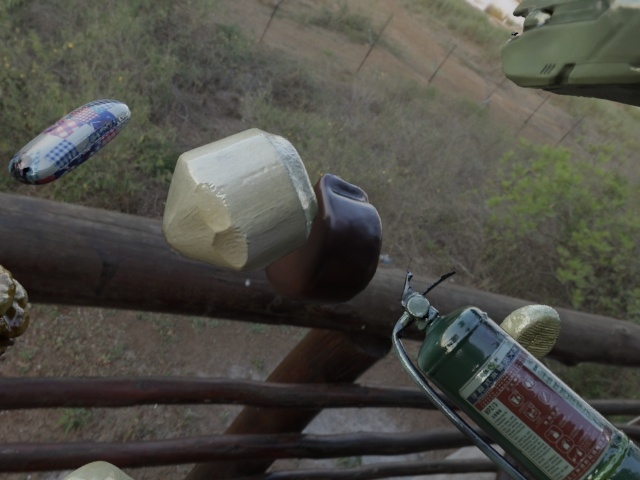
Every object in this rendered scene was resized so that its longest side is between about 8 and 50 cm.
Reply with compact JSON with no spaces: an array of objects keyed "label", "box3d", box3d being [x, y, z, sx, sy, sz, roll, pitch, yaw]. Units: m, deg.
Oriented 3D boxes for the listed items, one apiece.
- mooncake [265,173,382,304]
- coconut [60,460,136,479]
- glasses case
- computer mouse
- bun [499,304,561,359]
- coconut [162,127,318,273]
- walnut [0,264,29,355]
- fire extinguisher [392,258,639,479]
[{"label":"mooncake","box3d":[0.000,0.000,1.201,0.174,0.326,0.333,12,45,-26]},{"label":"coconut","box3d":[-0.365,0.479,0.836,0.224,0.224,0.224,24,35,-19]},{"label":"glasses case","box3d":[-0.582,-0.239,1.211,0.125,0.076,0.327,15,48,19]},{"label":"computer mouse","box3d":[0.439,-0.328,0.768,0.146,0.228,0.429,9,14,-33]},{"label":"bun","box3d":[0.359,0.155,0.894,0.115,0.115,0.069,17,24,-27]},{"label":"coconut","box3d":[-0.147,-0.060,0.896,0.266,0.237,0.237,-23,60,-16]},{"label":"walnut","box3d":[-0.387,0.107,0.574,0.069,0.143,0.170,10,53,3]},{"label":"fire extinguisher","box3d":[0.172,0.140,0.499,0.294,0.118,0.093,43,-10,18]}]
